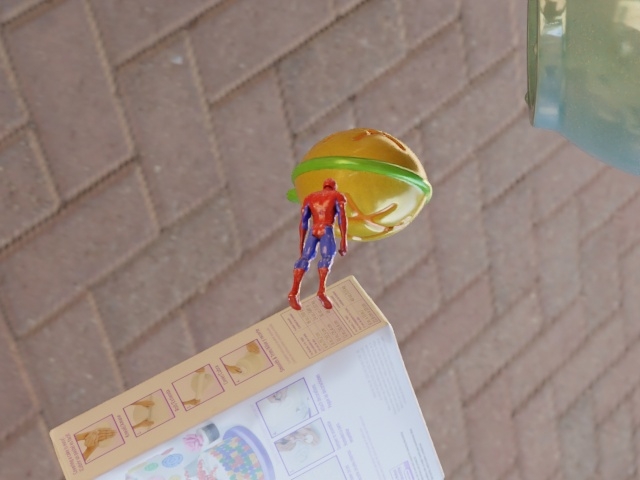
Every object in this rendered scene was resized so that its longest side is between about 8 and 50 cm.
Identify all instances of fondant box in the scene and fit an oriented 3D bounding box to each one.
[{"bbox_3d":[-0.064,0.211,1.412,0.330,0.096,0.238,-28,130,-9],"label":"fondant box"}]

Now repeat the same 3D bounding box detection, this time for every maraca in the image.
[{"bbox_3d":[0.033,-0.046,1.319,0.127,0.185,0.099,14,76,-9],"label":"maraca"}]

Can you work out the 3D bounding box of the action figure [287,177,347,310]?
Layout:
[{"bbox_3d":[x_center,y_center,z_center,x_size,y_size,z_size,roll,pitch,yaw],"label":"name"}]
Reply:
[{"bbox_3d":[0.000,0.000,1.052,0.030,0.038,0.115,60,31,-48],"label":"action figure"}]

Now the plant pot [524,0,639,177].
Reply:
[{"bbox_3d":[0.293,-0.191,1.351,0.293,0.196,0.293,0,90,-84],"label":"plant pot"}]
